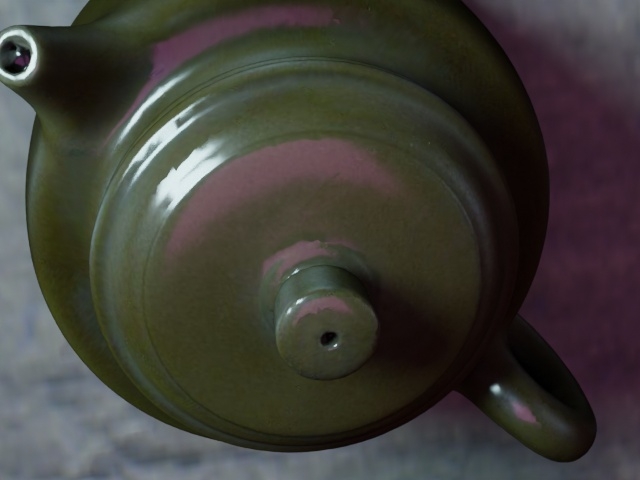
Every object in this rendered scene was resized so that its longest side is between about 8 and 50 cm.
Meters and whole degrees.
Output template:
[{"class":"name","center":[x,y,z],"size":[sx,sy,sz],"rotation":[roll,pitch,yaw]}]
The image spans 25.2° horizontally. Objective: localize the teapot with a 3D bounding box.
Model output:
[{"class":"teapot","center":[0.000,0.000,0.503],"size":[0.268,0.175,0.185],"rotation":[35,107,-21]}]
